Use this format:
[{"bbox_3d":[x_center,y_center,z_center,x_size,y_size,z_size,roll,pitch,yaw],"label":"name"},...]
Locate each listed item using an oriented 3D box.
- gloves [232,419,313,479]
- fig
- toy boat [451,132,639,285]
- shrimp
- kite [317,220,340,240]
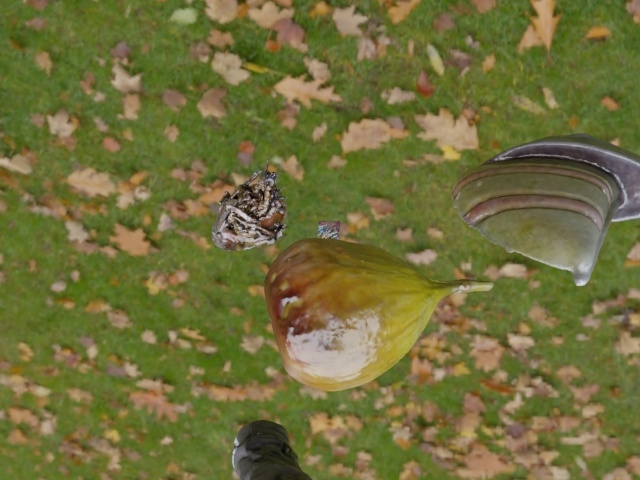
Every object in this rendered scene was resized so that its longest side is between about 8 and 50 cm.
[{"bbox_3d":[-0.028,0.321,1.033,0.142,0.119,0.285,34,179,-30],"label":"gloves"},{"bbox_3d":[0.069,0.067,0.907,0.257,0.159,0.159,-9,146,-21],"label":"fig"},{"bbox_3d":[0.294,-0.061,1.140,0.276,0.293,0.111,20,120,40],"label":"toy boat"},{"bbox_3d":[-0.125,-0.056,1.594,0.145,0.117,0.343,-2,162,-17],"label":"shrimp"},{"bbox_3d":[-0.002,-0.006,1.288,0.078,0.044,0.002,-21,165,21],"label":"kite"}]
